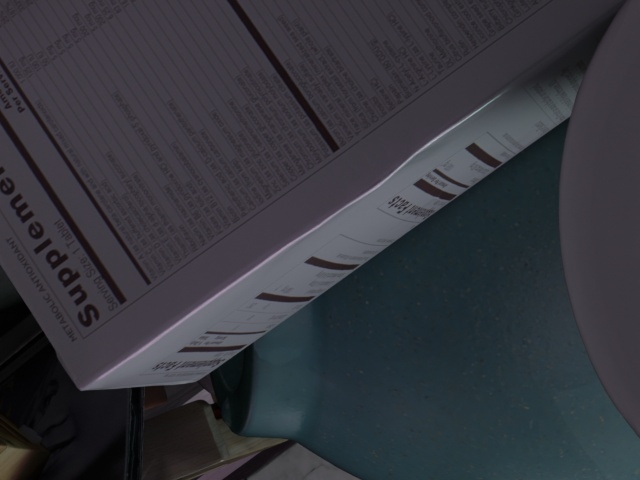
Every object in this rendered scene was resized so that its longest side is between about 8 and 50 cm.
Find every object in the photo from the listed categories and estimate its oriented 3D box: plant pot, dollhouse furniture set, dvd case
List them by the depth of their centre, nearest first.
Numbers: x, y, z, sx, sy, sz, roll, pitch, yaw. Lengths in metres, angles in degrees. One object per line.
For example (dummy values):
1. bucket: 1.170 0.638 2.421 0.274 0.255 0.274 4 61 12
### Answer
1. plant pot: 0.048 -0.013 0.839 0.196 0.293 0.293 -6 165 -11
2. dvd case: -0.159 0.125 1.109 0.164 0.018 0.221 -38 -150 23
3. dollhouse furniture set: -0.043 0.058 1.177 0.129 0.129 0.184 -24 173 25

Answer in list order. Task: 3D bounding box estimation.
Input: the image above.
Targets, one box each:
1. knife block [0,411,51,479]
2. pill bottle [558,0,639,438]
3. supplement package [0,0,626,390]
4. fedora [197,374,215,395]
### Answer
1. knife block: -0.255 0.165 0.940 0.242 0.088 0.275 -53 173 -3
2. pill bottle: 0.236 -0.017 0.642 0.188 0.188 0.334 -40 161 33
3. supplement package: 0.000 -0.073 0.660 0.244 0.139 0.134 -35 171 8
4. fedora: -0.011 -0.004 1.049 0.275 0.124 0.244 -30 170 -32
